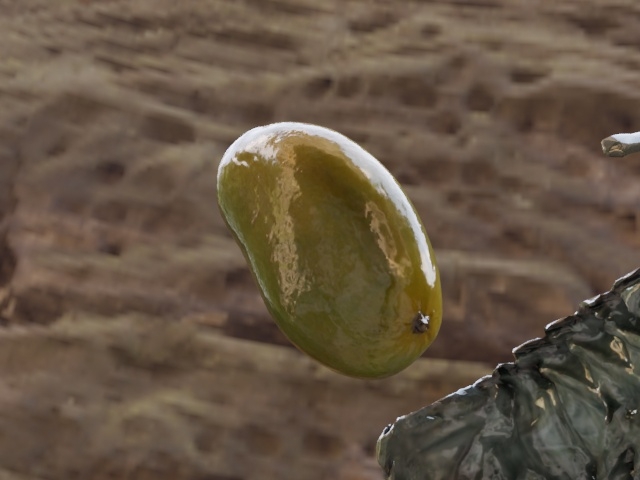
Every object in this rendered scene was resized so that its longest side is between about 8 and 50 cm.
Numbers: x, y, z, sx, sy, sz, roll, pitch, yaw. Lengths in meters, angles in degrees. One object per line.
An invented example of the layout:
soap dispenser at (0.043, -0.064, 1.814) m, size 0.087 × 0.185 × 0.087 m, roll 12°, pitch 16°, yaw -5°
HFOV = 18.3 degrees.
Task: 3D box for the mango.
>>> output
mango at (0.002, -0.001, 1.208) m, size 0.085 × 0.191 × 0.122 m, roll -22°, pitch -25°, yaw -35°

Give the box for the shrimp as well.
shrimp at (0.175, 0.025, 0.746) m, size 0.221 × 0.166 × 0.410 m, roll 60°, pitch -36°, yaw 5°
